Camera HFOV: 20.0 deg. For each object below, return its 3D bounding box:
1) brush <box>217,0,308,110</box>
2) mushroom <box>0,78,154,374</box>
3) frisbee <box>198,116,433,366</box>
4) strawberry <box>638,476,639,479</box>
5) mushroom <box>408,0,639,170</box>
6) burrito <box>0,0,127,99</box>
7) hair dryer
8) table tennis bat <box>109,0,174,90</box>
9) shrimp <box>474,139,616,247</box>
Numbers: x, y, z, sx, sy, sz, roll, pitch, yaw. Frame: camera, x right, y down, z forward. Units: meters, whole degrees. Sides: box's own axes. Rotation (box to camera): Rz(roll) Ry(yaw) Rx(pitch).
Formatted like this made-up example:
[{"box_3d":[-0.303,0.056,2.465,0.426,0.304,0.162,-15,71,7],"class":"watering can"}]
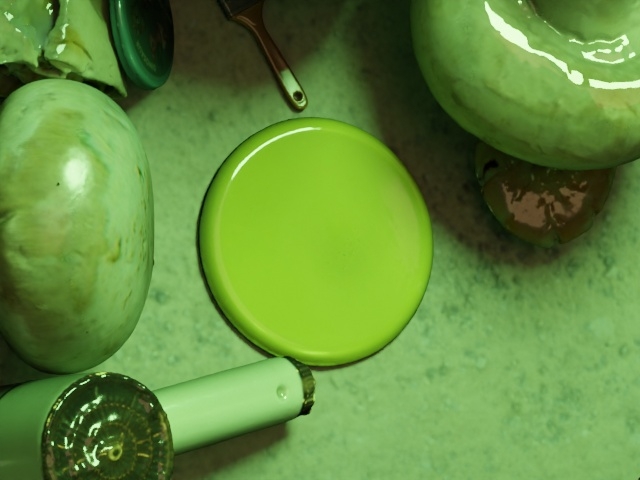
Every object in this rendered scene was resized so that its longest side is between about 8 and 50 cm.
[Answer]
[{"box_3d":[-0.058,-0.196,1.700,0.043,0.014,0.170,-31,94,-21],"class":"brush"},{"box_3d":[-0.250,-0.010,1.498,0.243,0.243,0.244,4,80,-21],"class":"mushroom"},{"box_3d":[0.000,0.000,1.687,0.236,0.017,0.236,4,80,-21],"class":"frisbee"},{"box_3d":[0.267,0.304,1.716,0.208,0.087,0.167,3,58,4],"class":"strawberry"},{"box_3d":[0.231,-0.217,1.631,0.297,0.290,0.298,2,68,-5],"class":"mushroom"},{"box_3d":[-0.266,-0.285,1.571,0.190,0.135,0.332,-5,81,-19],"class":"burrito"},{"box_3d":[-0.135,0.156,1.539,0.362,0.203,0.128,-13,89,-41],"class":"hair dryer"},{"box_3d":[-0.157,-0.229,1.629,0.033,0.124,0.201,-5,60,16],"class":"table tennis bat"},{"box_3d":[0.240,-0.118,1.780,0.145,0.061,0.267,31,74,-4],"class":"shrimp"}]
